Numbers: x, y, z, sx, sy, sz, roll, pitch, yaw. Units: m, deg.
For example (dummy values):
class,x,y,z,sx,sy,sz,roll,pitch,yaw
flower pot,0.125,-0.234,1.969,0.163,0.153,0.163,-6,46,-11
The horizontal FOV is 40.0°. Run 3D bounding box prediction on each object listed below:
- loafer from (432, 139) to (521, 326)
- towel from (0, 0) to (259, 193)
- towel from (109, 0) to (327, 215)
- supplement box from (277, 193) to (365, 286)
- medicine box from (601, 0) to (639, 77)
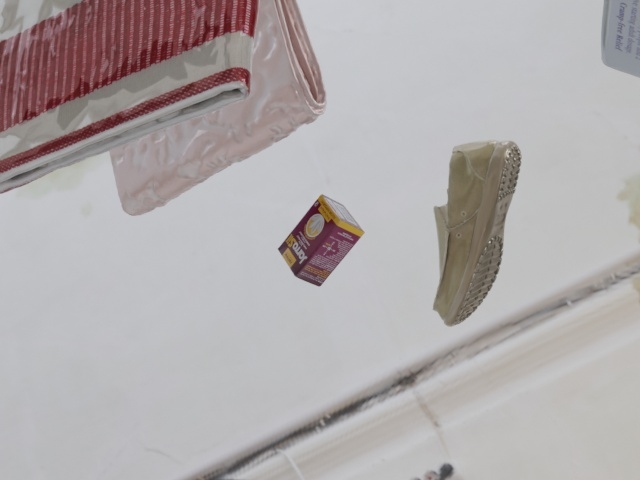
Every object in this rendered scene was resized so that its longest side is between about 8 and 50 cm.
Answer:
class,x,y,z,sx,sy,sz,roll,pitch,yaw
loafer,0.199,-0.014,1.198,0.092,0.102,0.268,22,-73,30
towel,-0.139,-0.205,0.620,0.237,0.037,0.329,-16,-119,28
towel,-0.152,-0.224,1.001,0.332,0.053,0.317,-24,-103,41
supplement box,0.000,0.000,0.973,0.083,0.043,0.055,-52,-137,15
medicine box,0.379,-0.205,0.572,0.289,0.149,0.263,28,-109,27
